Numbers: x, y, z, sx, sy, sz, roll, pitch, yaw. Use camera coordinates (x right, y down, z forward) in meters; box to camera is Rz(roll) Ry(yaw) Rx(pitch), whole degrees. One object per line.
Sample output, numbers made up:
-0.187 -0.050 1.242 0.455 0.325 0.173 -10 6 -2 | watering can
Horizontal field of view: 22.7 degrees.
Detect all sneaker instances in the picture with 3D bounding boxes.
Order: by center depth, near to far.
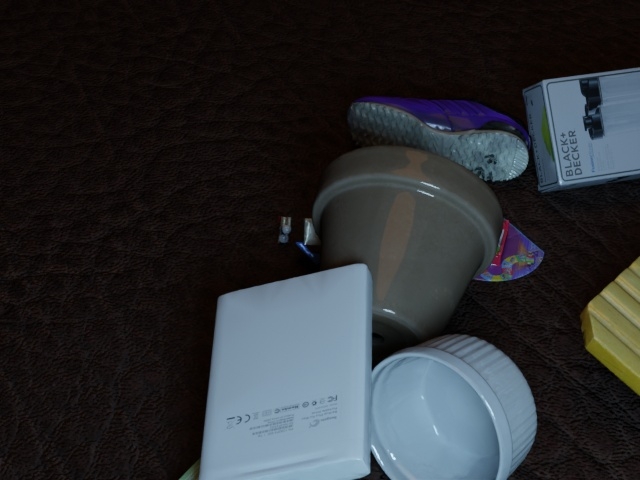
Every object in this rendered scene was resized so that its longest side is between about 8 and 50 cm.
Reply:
0.191 -0.178 2.519 0.293 0.102 0.146 14 34 8 | sneaker

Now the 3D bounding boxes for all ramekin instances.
0.162 0.210 1.913 0.207 0.207 0.109 28 35 30 | ramekin

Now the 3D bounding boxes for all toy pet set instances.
0.000 0.000 2.315 0.122 0.065 0.114 2 2 -5 | toy pet set

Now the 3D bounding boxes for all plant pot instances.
0.093 0.039 2.125 0.263 0.263 0.229 11 56 11 | plant pot

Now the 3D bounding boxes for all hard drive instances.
-0.038 0.168 1.915 0.203 0.040 0.307 -13 42 15 | hard drive

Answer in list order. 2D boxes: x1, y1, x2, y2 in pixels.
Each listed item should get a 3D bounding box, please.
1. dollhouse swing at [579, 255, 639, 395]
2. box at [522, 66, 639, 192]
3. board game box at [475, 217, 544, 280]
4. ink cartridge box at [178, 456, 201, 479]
0.562 0.098 1.985 0.347 0.315 0.305 -35 86 -39 | dollhouse swing
0.471 -0.177 2.456 0.290 0.169 0.087 -8 -2 -14 | box
0.243 -0.004 2.334 0.133 0.033 0.168 -19 41 -26 | board game box
-0.077 0.347 1.837 0.235 0.056 0.171 20 40 25 | ink cartridge box
